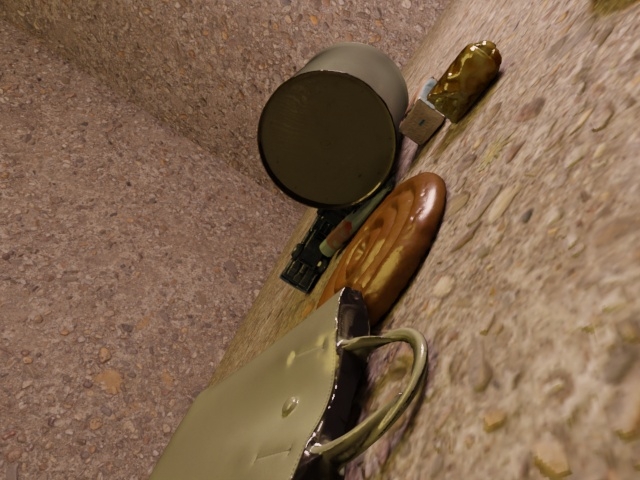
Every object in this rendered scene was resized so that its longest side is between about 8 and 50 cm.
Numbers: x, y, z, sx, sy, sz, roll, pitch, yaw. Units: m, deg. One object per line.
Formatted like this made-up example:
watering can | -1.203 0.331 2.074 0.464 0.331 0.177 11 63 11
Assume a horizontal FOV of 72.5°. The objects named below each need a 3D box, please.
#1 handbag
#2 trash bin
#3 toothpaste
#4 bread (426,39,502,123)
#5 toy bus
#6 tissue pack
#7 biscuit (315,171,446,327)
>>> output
handbag | -0.040 0.156 0.375 0.315 0.109 0.241 -49 12 36
trash bin | 0.045 -0.258 0.923 0.280 0.280 0.432 -54 7 28
toothpaste | 0.069 -0.042 0.820 0.205 0.036 0.056 -47 11 35
bread | 0.195 -0.215 0.588 0.066 0.060 0.110 -21 -22 -45
toy bus | -0.003 -0.001 0.950 0.237 0.079 0.094 -59 5 -12
tissue pack | 0.176 -0.218 0.728 0.074 0.058 0.094 -55 5 48
biscuit | 0.061 0.023 0.541 0.262 0.037 0.262 -56 7 11
